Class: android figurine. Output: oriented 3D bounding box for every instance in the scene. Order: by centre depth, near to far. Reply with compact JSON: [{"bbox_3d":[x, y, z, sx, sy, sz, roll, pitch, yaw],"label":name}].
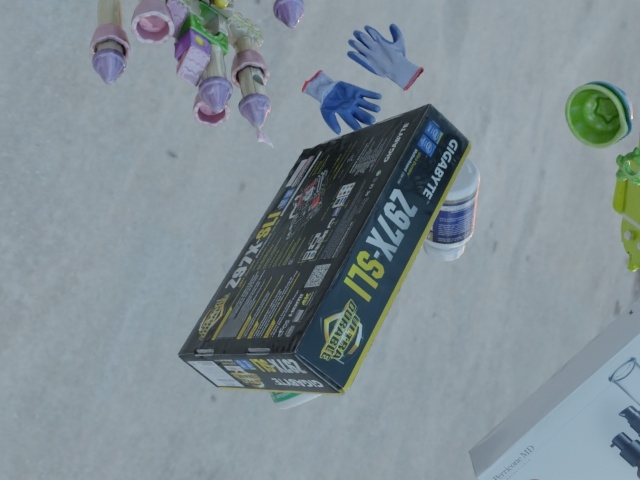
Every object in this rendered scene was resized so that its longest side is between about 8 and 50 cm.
[{"bbox_3d":[0.613,-0.059,1.661,0.248,0.056,0.272,-103,-166,-69],"label":"android figurine"}]

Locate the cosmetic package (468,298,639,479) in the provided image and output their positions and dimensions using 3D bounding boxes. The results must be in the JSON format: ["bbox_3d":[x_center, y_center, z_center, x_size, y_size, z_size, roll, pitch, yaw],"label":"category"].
[{"bbox_3d":[0.473,0.323,1.429,0.377,0.284,0.097,-46,-171,13],"label":"cosmetic package"}]

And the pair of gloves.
[{"bbox_3d":[0.069,-0.264,1.438,0.198,0.159,0.023,-47,148,1],"label":"pair of gloves"}]

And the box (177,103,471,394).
[{"bbox_3d":[0.001,0.013,0.991,0.079,0.257,0.322,40,63,-21],"label":"box"}]

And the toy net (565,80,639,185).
[{"bbox_3d":[0.341,-0.125,0.836,0.045,0.232,0.122,-26,91,-34],"label":"toy net"}]

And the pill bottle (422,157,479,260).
[{"bbox_3d":[0.196,-0.047,1.395,0.094,0.094,0.169,-56,155,-34],"label":"pill bottle"}]

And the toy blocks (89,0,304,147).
[{"bbox_3d":[-0.177,-0.313,1.428,0.289,0.309,0.260,28,39,-39],"label":"toy blocks"}]

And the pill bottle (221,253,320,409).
[{"bbox_3d":[-0.079,0.187,2.062,0.204,0.204,0.360,-18,83,-59],"label":"pill bottle"}]
